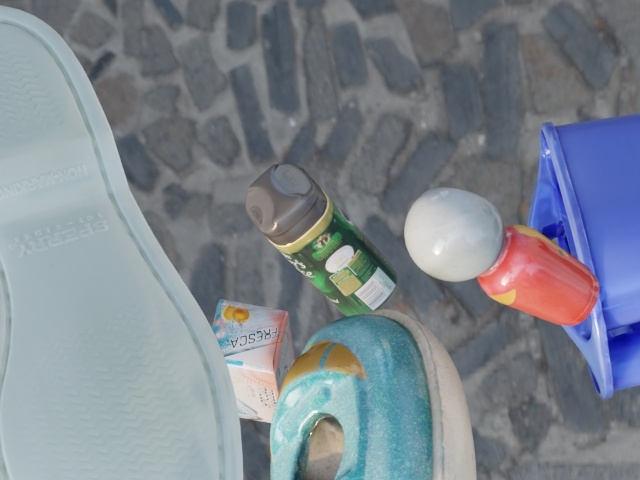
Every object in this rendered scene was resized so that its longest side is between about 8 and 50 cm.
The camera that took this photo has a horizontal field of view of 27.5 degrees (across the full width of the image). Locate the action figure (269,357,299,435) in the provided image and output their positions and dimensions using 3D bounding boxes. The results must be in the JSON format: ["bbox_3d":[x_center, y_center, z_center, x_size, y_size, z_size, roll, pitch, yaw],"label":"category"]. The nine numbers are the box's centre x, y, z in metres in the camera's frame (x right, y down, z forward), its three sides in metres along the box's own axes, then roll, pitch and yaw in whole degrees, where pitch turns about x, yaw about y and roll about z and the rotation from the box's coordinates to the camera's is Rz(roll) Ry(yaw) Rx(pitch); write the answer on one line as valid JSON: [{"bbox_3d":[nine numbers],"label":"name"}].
[{"bbox_3d":[-0.006,0.194,1.545,0.139,0.091,0.280,-24,22,-7],"label":"action figure"}]

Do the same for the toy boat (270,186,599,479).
[{"bbox_3d":[0.054,0.103,0.955,0.318,0.148,0.267,-53,26,23],"label":"toy boat"}]

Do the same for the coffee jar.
[{"bbox_3d":[0.000,0.000,1.399,0.079,0.184,0.096,-42,38,2],"label":"coffee jar"}]

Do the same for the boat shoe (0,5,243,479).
[{"bbox_3d":[-0.116,0.040,0.588,0.114,0.091,0.303,-7,66,-22],"label":"boat shoe"}]

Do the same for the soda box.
[{"bbox_3d":[-0.059,0.111,1.155,0.063,0.183,0.058,10,69,5],"label":"soda box"}]

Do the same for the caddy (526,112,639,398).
[{"bbox_3d":[0.316,0.012,1.448,0.179,0.241,0.341,-11,42,6],"label":"caddy"}]
